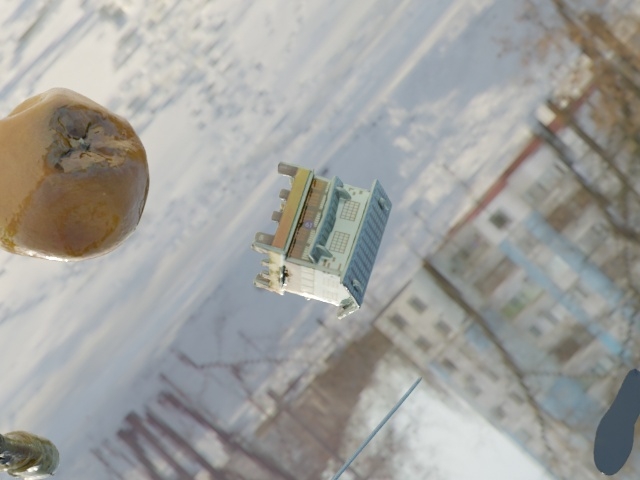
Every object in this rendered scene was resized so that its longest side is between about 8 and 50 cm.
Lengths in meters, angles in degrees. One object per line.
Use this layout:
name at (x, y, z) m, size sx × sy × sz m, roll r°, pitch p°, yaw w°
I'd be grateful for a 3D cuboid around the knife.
knife at (0.004, 0.257, 1.381) m, size 0.313 × 0.019 × 0.044 m, roll -47°, pitch 173°, yaw -9°

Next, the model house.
model house at (0.000, 0.000, 2.465) m, size 0.198 × 0.215 × 0.224 m, roll 90°, pitch 16°, yaw -61°

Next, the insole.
insole at (0.453, 0.271, 2.025) m, size 0.188 × 0.064 × 0.004 m, roll -58°, pitch -174°, yaw -31°

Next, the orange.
orange at (-0.335, -0.083, 1.754) m, size 0.249 × 0.249 × 0.183 m, roll -47°, pitch -171°, yaw -33°

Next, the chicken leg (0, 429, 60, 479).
chicken leg at (-0.551, 0.379, 2.399) m, size 0.227 × 0.103 × 0.088 m, roll 30°, pitch 68°, yaw -60°
